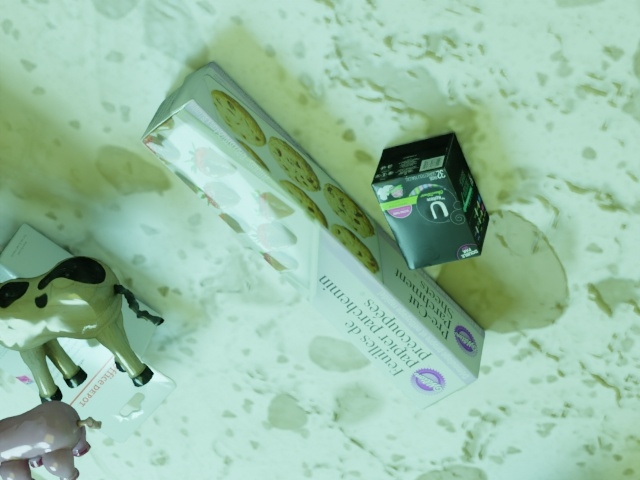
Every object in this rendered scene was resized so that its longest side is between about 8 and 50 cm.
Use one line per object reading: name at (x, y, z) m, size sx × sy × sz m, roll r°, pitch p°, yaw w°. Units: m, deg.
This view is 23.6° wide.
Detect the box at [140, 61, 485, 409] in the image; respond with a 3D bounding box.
box at (0.000, 0.000, 1.197) m, size 0.063 × 0.067 × 0.324 m, roll -34°, pitch 110°, yaw 32°

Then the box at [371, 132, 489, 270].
box at (0.084, -0.029, 1.162) m, size 0.062 × 0.052 × 0.083 m, roll -12°, pitch 122°, yaw 23°

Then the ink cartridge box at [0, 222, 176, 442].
ink cartridge box at (-0.211, 0.082, 1.308) m, size 0.181 × 0.061 × 0.104 m, roll 36°, pitch 126°, yaw -11°

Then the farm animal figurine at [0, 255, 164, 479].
farm animal figurine at (-0.332, 0.111, 1.194) m, size 0.327 × 0.330 × 0.172 m, roll 9°, pitch 133°, yaw 48°
